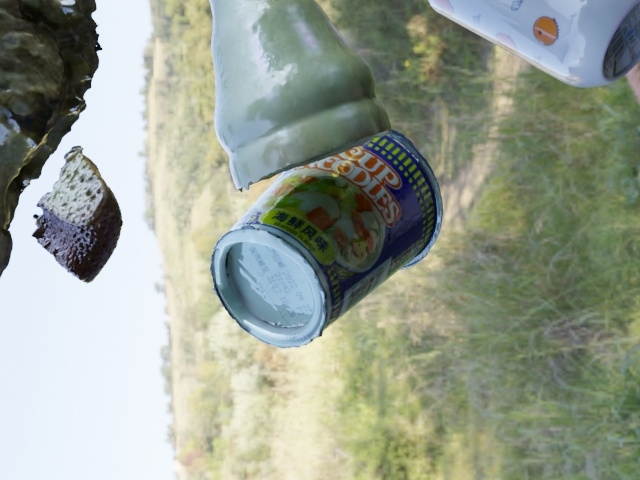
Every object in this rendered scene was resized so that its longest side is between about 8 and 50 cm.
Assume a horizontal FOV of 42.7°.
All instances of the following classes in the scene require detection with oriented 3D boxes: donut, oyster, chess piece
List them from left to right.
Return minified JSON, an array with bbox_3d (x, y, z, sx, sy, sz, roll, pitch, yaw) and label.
[{"bbox_3d":[-0.338,-0.119,0.806,0.133,0.197,0.337,-23,-50,-66],"label":"oyster"},{"bbox_3d":[-0.384,-0.034,1.348,0.126,0.187,0.144,44,-172,34],"label":"donut"},{"bbox_3d":[-0.082,-0.305,1.050,0.234,0.234,0.442,-95,-15,-85],"label":"chess piece"}]

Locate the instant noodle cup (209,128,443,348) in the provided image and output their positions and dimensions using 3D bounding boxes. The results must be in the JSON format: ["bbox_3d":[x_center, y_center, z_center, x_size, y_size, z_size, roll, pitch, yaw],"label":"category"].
[{"bbox_3d":[0.000,0.000,1.238,0.312,0.284,0.284,-43,-37,-48],"label":"instant noodle cup"}]

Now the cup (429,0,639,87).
[{"bbox_3d":[0.344,-0.376,1.247,0.317,0.212,0.212,42,149,31],"label":"cup"}]
